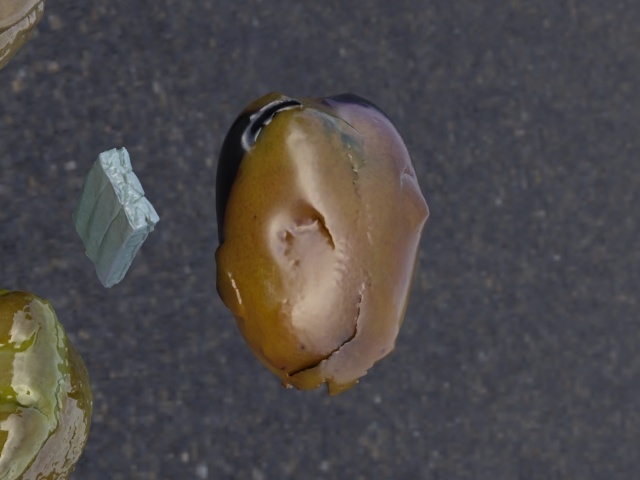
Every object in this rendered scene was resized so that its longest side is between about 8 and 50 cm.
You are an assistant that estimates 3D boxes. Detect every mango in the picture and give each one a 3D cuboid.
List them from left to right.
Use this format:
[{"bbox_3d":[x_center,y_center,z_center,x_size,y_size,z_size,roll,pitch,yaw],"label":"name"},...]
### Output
[{"bbox_3d":[0.000,0.000,1.415,0.152,0.201,0.287,-3,99,-76],"label":"mango"}]

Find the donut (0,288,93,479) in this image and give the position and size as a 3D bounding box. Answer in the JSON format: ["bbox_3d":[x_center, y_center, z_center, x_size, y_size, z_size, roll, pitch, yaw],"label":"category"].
[{"bbox_3d":[-0.314,0.143,1.212,0.128,0.261,0.208,49,47,-56],"label":"donut"}]

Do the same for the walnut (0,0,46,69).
[{"bbox_3d":[-0.415,-0.284,1.673,0.225,0.225,0.261,60,28,-29],"label":"walnut"}]

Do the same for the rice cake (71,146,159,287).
[{"bbox_3d":[-0.259,-0.023,1.846,0.038,0.211,0.124,-19,70,-26],"label":"rice cake"}]
